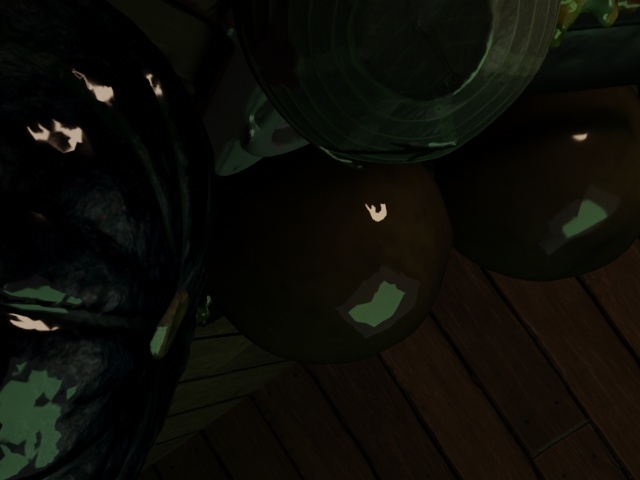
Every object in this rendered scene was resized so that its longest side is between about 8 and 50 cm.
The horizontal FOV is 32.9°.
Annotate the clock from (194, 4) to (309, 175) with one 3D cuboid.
[{"bbox_3d":[0.002,-0.170,1.020,0.248,0.090,0.227,-29,168,-31],"label":"clock"}]

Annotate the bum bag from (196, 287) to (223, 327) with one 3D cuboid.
[{"bbox_3d":[-0.137,0.078,1.695,0.232,0.060,0.107,-25,157,-45],"label":"bum bag"}]

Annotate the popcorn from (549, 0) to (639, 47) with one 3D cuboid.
[{"bbox_3d":[0.212,-0.259,0.949,0.198,0.212,0.198,19,90,-82],"label":"popcorn"}]

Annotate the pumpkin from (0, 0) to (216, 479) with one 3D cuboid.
[{"bbox_3d":[-0.206,0.024,0.616,0.363,0.266,0.363,13,90,-89],"label":"pumpkin"}]

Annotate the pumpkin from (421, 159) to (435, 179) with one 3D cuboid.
[{"bbox_3d":[0.054,-0.061,1.461,0.219,0.162,0.219,-44,152,-30],"label":"pumpkin"}]

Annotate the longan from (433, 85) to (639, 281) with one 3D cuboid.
[{"bbox_3d":[0.316,-0.100,1.551,0.361,0.361,0.361,-32,168,-8],"label":"longan"}]

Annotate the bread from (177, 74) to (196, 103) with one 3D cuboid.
[{"bbox_3d":[-0.202,-0.081,0.913,0.214,0.053,0.073,-34,173,-11],"label":"bread"}]

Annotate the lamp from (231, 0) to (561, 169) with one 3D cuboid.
[{"bbox_3d":[0.051,-0.179,0.751,0.233,0.265,0.233,-13,-153,7],"label":"lamp"}]

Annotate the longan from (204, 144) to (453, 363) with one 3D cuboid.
[{"bbox_3d":[-0.002,0.004,1.216,0.297,0.297,0.297,-32,168,-8],"label":"longan"}]

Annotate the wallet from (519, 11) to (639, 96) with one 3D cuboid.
[{"bbox_3d":[0.291,-0.236,1.179,0.406,0.062,0.228,-8,154,-10],"label":"wallet"}]
